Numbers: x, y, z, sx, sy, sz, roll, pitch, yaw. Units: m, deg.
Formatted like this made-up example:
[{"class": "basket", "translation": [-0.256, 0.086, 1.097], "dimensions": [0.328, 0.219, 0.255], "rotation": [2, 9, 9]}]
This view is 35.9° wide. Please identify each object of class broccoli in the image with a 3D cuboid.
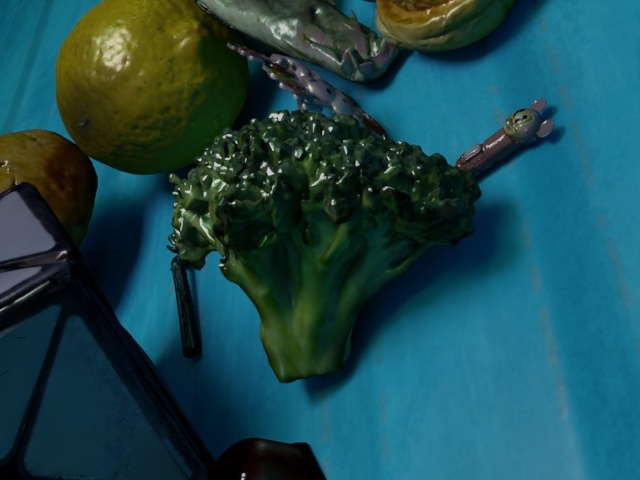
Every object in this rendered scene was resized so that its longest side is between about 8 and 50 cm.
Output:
[{"class": "broccoli", "translation": [0.000, 0.000, 0.929], "dimensions": [0.288, 0.248, 0.245], "rotation": [30, 127, 59]}]

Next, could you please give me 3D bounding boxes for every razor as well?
[{"class": "razor", "translation": [-0.164, 0.070, 1.187], "dimensions": [0.066, 0.033, 0.190], "rotation": [-41, 34, 21]}]

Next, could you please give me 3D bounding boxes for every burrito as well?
[{"class": "burrito", "translation": [-0.033, -0.268, 1.210], "dimensions": [0.309, 0.066, 0.096], "rotation": [31, 55, 33]}]

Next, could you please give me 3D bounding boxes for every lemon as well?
[{"class": "lemon", "translation": [-0.234, -0.211, 1.352], "dimensions": [0.310, 0.253, 0.253], "rotation": [-22, 44, 47]}]

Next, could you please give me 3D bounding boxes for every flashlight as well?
[{"class": "flashlight", "translation": [0.164, -0.090, 0.909], "dimensions": [0.110, 0.031, 0.052], "rotation": [-35, 36, 27]}]

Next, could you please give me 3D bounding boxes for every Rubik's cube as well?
[{"class": "Rubik's cube", "translation": [-0.317, 0.162, 0.973], "dimensions": [0.307, 0.305, 0.310], "rotation": [-31, 27, -13]}]

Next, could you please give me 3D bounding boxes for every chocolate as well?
[{"class": "chocolate", "translation": [-0.065, 0.234, 0.856], "dimensions": [0.125, 0.080, 0.149], "rotation": [-32, 39, 30]}]

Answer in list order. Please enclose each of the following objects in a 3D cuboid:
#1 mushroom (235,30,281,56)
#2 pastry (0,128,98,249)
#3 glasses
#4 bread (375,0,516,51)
[{"class": "mushroom", "translation": [-0.085, -0.386, 1.398], "dimensions": [0.189, 0.164, 0.267], "rotation": [-28, 40, 34]}, {"class": "pastry", "translation": [-0.422, 0.010, 1.394], "dimensions": [0.356, 0.164, 0.356], "rotation": [-166, 90, -72]}, {"class": "glasses", "translation": [-0.033, -0.153, 1.110], "dimensions": [0.095, 0.162, 0.255], "rotation": [-54, 31, 6]}, {"class": "bread", "translation": [0.151, -0.311, 1.056], "dimensions": [0.236, 0.120, 0.198], "rotation": [-57, 34, -5]}]
